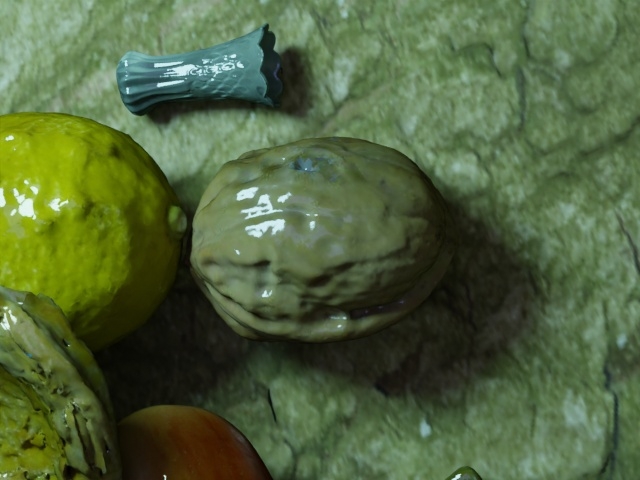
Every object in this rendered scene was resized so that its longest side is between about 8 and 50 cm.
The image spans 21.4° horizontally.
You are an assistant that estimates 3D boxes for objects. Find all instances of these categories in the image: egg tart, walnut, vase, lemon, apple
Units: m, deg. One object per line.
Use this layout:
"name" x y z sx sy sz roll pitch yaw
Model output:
"egg tart" -0.280 0.130 1.416 0.291 0.107 0.290 12 127 17
"walnut" 0.000 0.000 1.498 0.245 0.198 0.198 -2 80 0
"vase" -0.116 -0.156 1.603 0.149 0.081 0.081 -6 79 10
"lemon" -0.256 -0.003 1.517 0.288 0.233 0.233 0 80 16
"apple" -0.120 0.234 1.483 0.199 0.199 0.199 -1 80 8

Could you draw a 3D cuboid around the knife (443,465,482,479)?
"knife" 0.001 0.308 1.526 0.343 0.027 0.061 -40 93 3
